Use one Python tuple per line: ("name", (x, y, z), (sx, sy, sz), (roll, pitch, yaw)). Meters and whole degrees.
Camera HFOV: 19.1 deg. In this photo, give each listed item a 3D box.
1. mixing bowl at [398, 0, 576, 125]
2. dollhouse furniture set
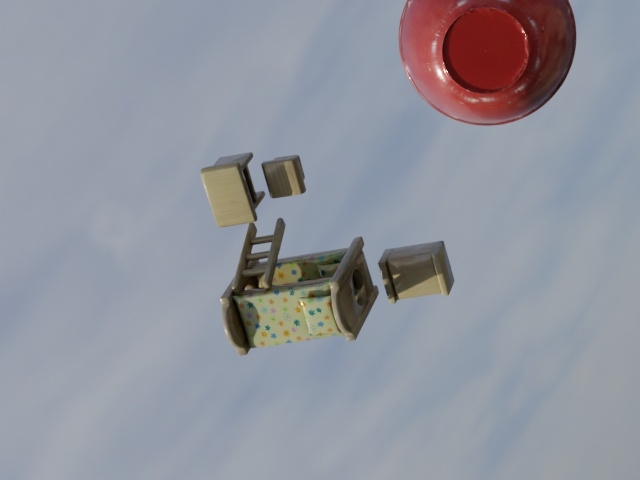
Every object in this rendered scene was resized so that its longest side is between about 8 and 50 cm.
("mixing bowl", (0.166, -0.195, 1.900), (0.181, 0.181, 0.098), (-63, 1, 15))
("dollhouse furniture set", (0.000, 0.000, 1.634), (0.101, 0.181, 0.161), (-59, -44, -60))
